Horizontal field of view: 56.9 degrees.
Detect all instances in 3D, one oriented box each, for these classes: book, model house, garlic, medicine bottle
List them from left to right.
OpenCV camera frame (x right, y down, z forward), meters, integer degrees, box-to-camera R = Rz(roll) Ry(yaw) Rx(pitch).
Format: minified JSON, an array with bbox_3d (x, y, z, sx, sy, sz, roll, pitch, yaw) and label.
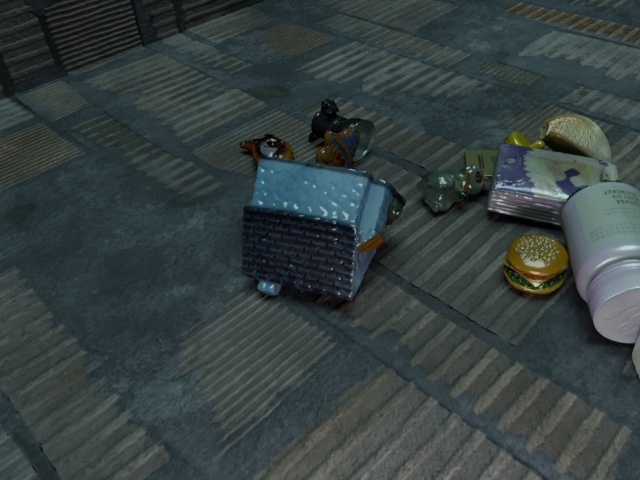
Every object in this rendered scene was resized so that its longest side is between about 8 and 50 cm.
[{"bbox_3d":[0.000,0.000,1.527,0.360,0.297,0.338,12,79,20],"label":"model house"},{"bbox_3d":[0.584,-0.240,1.898,0.231,0.026,0.161,3,40,9],"label":"book"},{"bbox_3d":[0.804,-0.298,1.848,0.245,0.145,0.164,40,48,15],"label":"garlic"},{"bbox_3d":[0.711,0.041,1.412,0.214,0.213,0.378,3,41,9],"label":"medicine bottle"}]

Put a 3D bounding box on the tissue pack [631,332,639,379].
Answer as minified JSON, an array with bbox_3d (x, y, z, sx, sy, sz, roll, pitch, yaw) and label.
[{"bbox_3d":[0.846,0.237,1.175,0.370,0.210,0.198,1,45,8],"label":"tissue pack"}]

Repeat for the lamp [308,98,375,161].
[{"bbox_3d":[0.056,-0.385,2.013,0.147,0.172,0.227,-35,50,-28],"label":"lamp"}]

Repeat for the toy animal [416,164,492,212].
[{"bbox_3d":[0.425,-0.175,1.774,0.251,0.125,0.127,-17,70,-23],"label":"toy animal"}]

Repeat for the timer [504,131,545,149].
[{"bbox_3d":[0.634,-0.296,1.854,0.107,0.109,0.107,26,45,-28],"label":"timer"}]

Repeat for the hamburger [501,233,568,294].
[{"bbox_3d":[0.539,0.057,1.485,0.162,0.115,0.162,-4,39,3],"label":"hamburger"}]

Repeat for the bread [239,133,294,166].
[{"bbox_3d":[-0.172,-0.294,1.998,0.140,0.095,0.269,-18,28,-18],"label":"bread"}]

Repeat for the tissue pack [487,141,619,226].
[{"bbox_3d":[0.670,-0.155,1.700,0.344,0.125,0.242,14,44,11],"label":"tissue pack"}]

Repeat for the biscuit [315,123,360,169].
[{"bbox_3d":[0.043,-0.247,1.854,0.043,0.183,0.280,19,72,41],"label":"biscuit"}]
